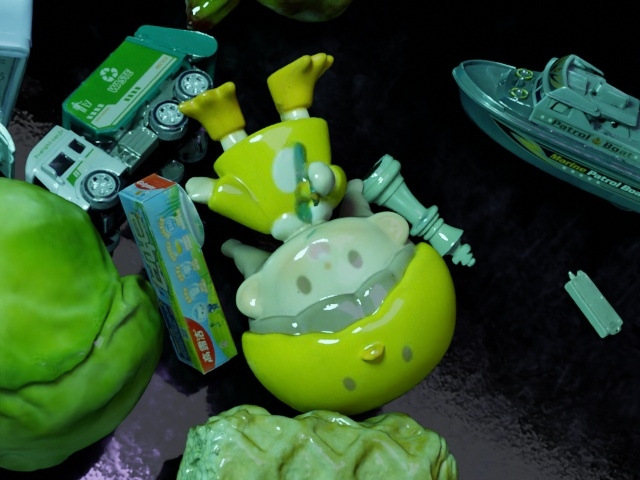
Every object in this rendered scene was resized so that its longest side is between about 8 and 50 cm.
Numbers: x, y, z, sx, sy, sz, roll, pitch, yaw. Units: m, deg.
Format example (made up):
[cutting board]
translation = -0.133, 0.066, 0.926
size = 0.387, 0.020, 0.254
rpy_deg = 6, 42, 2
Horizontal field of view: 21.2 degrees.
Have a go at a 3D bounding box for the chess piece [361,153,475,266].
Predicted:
[chess piece]
translation = 0.108, -0.025, 1.812
size = 0.149, 0.059, 0.059
rpy_deg = 40, 61, -4

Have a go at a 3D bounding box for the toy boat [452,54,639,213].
[toy boat]
translation = 0.280, -0.126, 1.875
size = 0.296, 0.122, 0.114
rpy_deg = 26, 37, -3

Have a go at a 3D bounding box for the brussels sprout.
[brussels sprout]
translation = -0.287, 0.072, 1.549
size = 0.294, 0.227, 0.259
rpy_deg = -12, 62, -48

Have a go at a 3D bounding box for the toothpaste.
[toothpaste]
translation = -0.131, 0.036, 1.635
size = 0.044, 0.070, 0.193
rpy_deg = -30, 118, -24

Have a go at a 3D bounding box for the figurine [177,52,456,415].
[figurine]
translation = 0.000, 0.000, 1.661
size = 0.215, 0.187, 0.344
rpy_deg = -20, 90, 3

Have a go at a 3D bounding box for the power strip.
[power strip]
translation = 0.295, 0.068, 1.852
size = 0.027, 0.017, 0.083
rpy_deg = -31, 80, -28

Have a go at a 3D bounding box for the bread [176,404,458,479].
[bread]
translation = -0.001, 0.228, 1.609
size = 0.267, 0.152, 0.130
rpy_deg = 4, 57, -18

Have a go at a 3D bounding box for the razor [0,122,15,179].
[razor]
translation = -0.394, -0.026, 1.634
size = 0.232, 0.106, 0.068
rpy_deg = -38, 83, -19

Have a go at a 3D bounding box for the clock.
[clock]
translation = -0.357, -0.177, 1.644
size = 0.144, 0.193, 0.073
rpy_deg = 4, 68, -16

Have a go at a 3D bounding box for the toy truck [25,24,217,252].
[toy truck]
translation = -0.191, -0.108, 1.719
size = 0.124, 0.114, 0.253
rpy_deg = 34, 60, 14

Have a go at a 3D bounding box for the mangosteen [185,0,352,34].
[mangosteen]
translation = -0.061, -0.377, 1.795
size = 0.307, 0.307, 0.347
rpy_deg = 11, 93, -14
